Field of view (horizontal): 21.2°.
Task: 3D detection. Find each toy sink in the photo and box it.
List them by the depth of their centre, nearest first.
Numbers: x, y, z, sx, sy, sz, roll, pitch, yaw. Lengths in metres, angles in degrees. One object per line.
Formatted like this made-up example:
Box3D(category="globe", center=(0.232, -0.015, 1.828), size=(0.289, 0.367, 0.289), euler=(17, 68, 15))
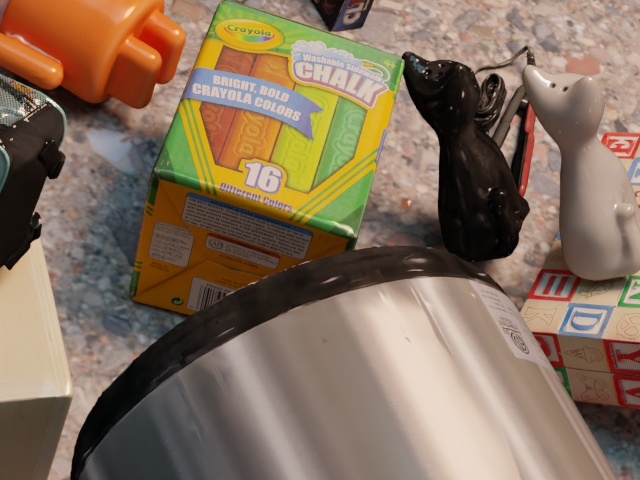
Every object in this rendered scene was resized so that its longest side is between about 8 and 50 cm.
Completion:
Box3D(category="toy sink", center=(-0.289, 0.067, 1.342), size=(0.131, 0.152, 0.234), euler=(-3, 56, -22))

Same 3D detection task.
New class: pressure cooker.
Box3D(category="pressure cooker", center=(0.053, 0.260, 1.172), size=(0.370, 0.375, 0.420), euler=(-10, 57, -31))

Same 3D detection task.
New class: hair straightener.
Box3D(category="hair straightener", center=(0.180, -0.127, 1.740), size=(0.089, 0.047, 0.230), euler=(22, 49, -4))

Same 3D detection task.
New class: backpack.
Box3D(category="backpack", center=(-0.301, -0.062, 1.231), size=(0.188, 0.166, 0.144), euler=(37, 41, 14))

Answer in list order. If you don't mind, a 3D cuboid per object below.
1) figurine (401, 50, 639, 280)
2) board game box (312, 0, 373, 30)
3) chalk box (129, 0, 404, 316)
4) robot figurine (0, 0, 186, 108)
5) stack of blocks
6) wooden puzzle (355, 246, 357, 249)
Box3D(category="figurine", center=(0.182, -0.075, 1.524), size=(0.215, 0.209, 0.092), euler=(9, 45, 39))
Box3D(category="board game box", center=(-0.003, -0.361, 1.779), size=(0.042, 0.165, 0.243), euler=(-14, 59, -29))
Box3D(category="chalk box", center=(-0.040, -0.081, 1.527), size=(0.180, 0.179, 0.289), euler=(16, 50, -2))
Box3D(category="robot figurine", center=(-0.234, -0.214, 1.602), size=(0.219, 0.128, 0.158), euler=(32, 89, 5))
Box3D(category="stack of blocks", center=(0.311, 0.021, 1.593), size=(0.171, 0.087, 0.297), euler=(3, 42, 27))
Box3D(category="wooden puzzle", center=(0.000, 0.000, 1.599), size=(0.049, 0.006, 0.083), euler=(-28, 66, -35))
